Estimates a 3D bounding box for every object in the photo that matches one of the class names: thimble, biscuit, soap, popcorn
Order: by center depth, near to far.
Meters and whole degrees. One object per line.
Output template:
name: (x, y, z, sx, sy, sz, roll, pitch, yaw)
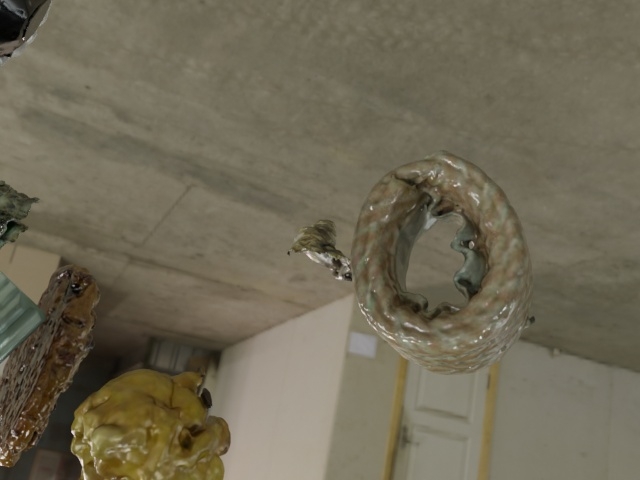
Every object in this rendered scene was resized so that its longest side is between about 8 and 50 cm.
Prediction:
thimble: (0.138, 0.032, 0.899, 0.196, 0.229, 0.148, -23, 152, 7)
popcorn: (-0.224, 0.285, 1.064, 0.254, 0.190, 0.191, 5, 127, -51)
soap: (-0.524, 0.145, 1.177, 0.119, 0.198, 0.066, 32, 160, 33)
biscuit: (-0.447, 0.201, 1.280, 0.081, 0.334, 0.289, 27, 165, -26)

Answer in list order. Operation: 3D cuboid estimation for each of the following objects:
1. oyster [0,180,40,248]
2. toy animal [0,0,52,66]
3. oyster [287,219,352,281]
oyster: (-0.518, -0.051, 1.029, 0.198, 0.112, 0.268, 20, -167, 32)
toy animal: (-0.429, -0.315, 0.937, 0.204, 0.156, 0.208, 34, -162, -9)
oyster: (-0.001, 0.003, 0.994, 0.106, 0.061, 0.200, 26, -177, -26)
